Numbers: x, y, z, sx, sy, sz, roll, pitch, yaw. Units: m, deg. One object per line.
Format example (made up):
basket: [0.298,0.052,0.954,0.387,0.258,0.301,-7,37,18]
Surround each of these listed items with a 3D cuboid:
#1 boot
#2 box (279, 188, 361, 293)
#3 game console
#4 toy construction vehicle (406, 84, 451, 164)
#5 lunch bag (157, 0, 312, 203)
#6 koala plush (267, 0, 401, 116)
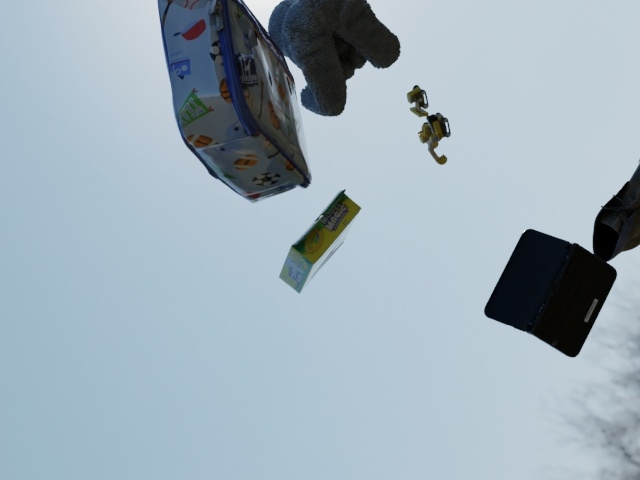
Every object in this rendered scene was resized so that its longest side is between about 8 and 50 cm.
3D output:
boot: [0.471,-0.053,2.181,0.106,0.082,0.219,-36,-29,-34]
box: [0.000,0.000,1.942,0.105,0.043,0.179,-49,-7,-17]
game console: [0.275,0.062,1.756,0.122,0.107,0.071,-62,20,-8]
toy construction vehicle: [0.156,-0.168,2.161,0.035,0.086,0.098,-25,-53,-14]
lunch bag: [-0.107,-0.200,1.882,0.303,0.115,0.243,52,-154,-63]
koala plush: [-0.017,-0.354,2.493,0.196,0.221,0.203,-43,-55,-10]
